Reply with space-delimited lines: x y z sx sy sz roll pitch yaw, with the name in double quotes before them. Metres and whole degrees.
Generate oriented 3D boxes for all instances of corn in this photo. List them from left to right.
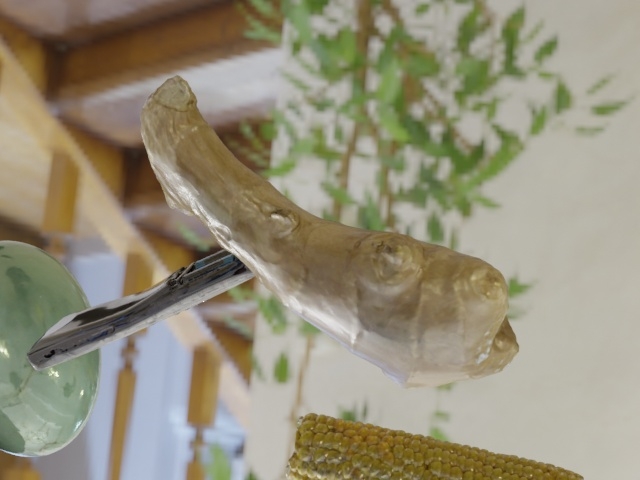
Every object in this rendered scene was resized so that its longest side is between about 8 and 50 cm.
"corn" 0.120 0.239 1.615 0.310 0.101 0.101 12 162 1

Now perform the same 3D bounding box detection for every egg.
"egg" -0.310 0.110 1.749 0.168 0.231 0.168 -16 161 -6

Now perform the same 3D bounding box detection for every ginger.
"ginger" 0.000 0.000 1.113 0.294 0.086 0.131 36 151 3

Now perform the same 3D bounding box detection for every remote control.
"remote control" -0.122 0.044 1.236 0.212 0.028 0.059 -24 -164 24
